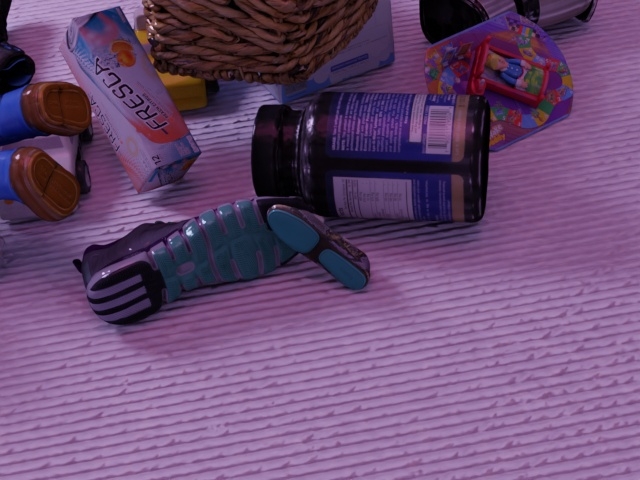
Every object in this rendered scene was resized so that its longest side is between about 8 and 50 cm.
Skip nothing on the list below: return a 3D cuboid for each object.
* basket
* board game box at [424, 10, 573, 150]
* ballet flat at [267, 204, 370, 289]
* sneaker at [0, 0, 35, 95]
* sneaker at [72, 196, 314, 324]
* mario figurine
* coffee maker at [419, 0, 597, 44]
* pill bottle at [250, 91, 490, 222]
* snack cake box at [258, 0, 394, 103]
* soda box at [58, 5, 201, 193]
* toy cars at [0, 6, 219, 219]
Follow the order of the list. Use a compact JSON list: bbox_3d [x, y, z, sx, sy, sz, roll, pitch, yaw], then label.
[{"bbox_3d":[-0.049,-0.330,1.277,0.214,0.223,0.299,7,42,16],"label":"basket"},{"bbox_3d":[0.194,-0.174,1.290,0.169,0.033,0.133,-26,80,-22],"label":"board game box"},{"bbox_3d":[0.000,0.000,1.130,0.114,0.041,0.041,39,44,-11],"label":"ballet flat"},{"bbox_3d":[-0.379,-0.230,1.455,0.121,0.079,0.217,10,51,13],"label":"sneaker"},{"bbox_3d":[-0.120,-0.004,1.152,0.224,0.083,0.098,-20,35,-17],"label":"sneaker"},{"bbox_3d":[-0.362,-0.077,1.217,0.321,0.170,0.198,-1,37,27],"label":"mario figurine"},{"bbox_3d":[0.202,-0.285,1.428,0.178,0.120,0.171,-25,25,-23],"label":"coffee maker"},{"bbox_3d":[0.050,-0.081,1.186,0.219,0.122,0.122,3,41,10],"label":"pill bottle"},{"bbox_3d":[-0.045,-0.278,1.454,0.152,0.089,0.264,-23,43,-17],"label":"snack cake box"},{"bbox_3d":[-0.195,-0.143,1.260,0.058,0.063,0.183,-24,79,-34],"label":"soda box"},{"bbox_3d":[-0.235,-0.169,1.349,0.176,0.087,0.393,21,47,29],"label":"toy cars"}]
